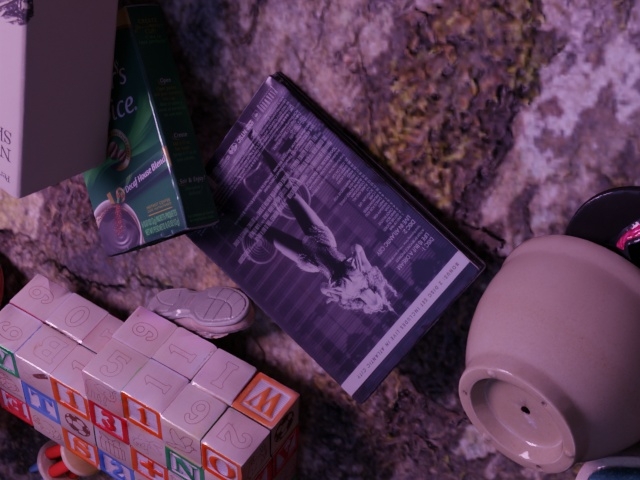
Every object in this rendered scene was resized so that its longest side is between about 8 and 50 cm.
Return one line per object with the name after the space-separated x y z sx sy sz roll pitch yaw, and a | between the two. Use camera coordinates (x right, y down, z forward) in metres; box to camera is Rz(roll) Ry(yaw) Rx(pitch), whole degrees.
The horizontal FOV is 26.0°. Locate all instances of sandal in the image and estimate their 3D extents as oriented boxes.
0.243 0.004 0.922 0.179 0.040 0.067 6 122 34 | sandal

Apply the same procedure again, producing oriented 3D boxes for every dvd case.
0.000 0.000 1.086 0.221 0.018 0.164 44 121 10 | dvd case

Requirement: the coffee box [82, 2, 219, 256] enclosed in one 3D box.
-0.154 -0.087 1.119 0.113 0.040 0.184 -16 89 43 | coffee box

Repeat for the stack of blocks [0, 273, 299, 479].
-0.165 0.147 1.261 0.297 0.087 0.171 27 144 20 | stack of blocks

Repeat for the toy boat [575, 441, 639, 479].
0.308 0.226 0.945 0.267 0.148 0.318 43 135 5 | toy boat

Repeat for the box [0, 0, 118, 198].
-0.219 -0.178 1.028 0.113 0.094 0.275 32 130 28 | box

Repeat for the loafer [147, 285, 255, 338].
-0.099 0.067 1.222 0.125 0.045 0.039 3 137 43 | loafer

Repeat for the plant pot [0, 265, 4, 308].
-0.441 0.119 1.370 0.272 0.272 0.265 34 125 14 | plant pot

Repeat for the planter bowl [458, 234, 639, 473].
0.165 0.092 0.964 0.162 0.109 0.162 31 146 24 | planter bowl

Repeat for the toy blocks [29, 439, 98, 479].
-0.234 0.251 1.429 0.148 0.054 0.123 -30 98 44 | toy blocks
